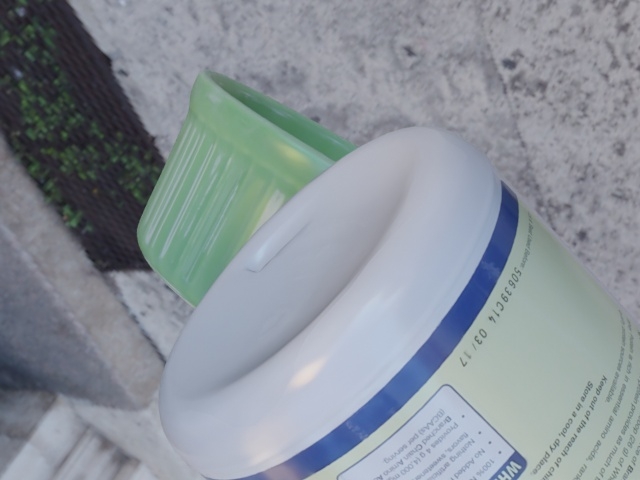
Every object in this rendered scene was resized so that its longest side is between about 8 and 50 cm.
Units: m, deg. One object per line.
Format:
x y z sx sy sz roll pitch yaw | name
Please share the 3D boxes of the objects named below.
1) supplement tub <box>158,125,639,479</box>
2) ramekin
0.093 0.120 0.614 0.325 0.235 0.235 45 142 -17 | supplement tub
0.000 0.000 0.850 0.303 0.148 0.303 30 -171 -5 | ramekin
